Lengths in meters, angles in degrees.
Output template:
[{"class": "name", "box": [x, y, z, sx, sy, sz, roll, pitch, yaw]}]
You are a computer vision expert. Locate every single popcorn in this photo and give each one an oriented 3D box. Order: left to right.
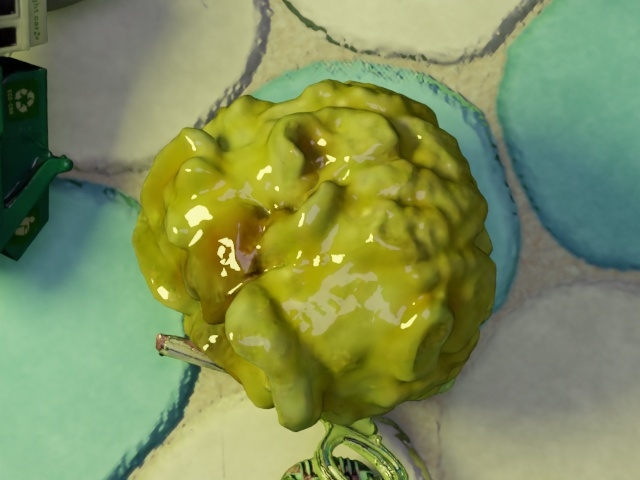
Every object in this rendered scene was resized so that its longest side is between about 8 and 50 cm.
[{"class": "popcorn", "box": [-0.008, 0.006, 1.169, 0.235, 0.181, 0.217, 37, 58, 20]}]

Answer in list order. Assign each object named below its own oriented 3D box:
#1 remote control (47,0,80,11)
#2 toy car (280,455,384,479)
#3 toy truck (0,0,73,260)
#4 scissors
[{"class": "remote control", "box": [-0.257, -0.259, 1.243, 0.332, 0.103, 0.221, 3, 94, -8]}, {"class": "toy car", "box": [0.009, 0.205, 1.214, 0.069, 0.055, 0.142, 0, 69, -17]}, {"class": "toy truck", "box": [-0.220, -0.082, 1.194, 0.116, 0.110, 0.216, -13, 112, -38]}, {"class": "scissors", "box": [-0.013, 0.087, 1.238, 0.187, 0.020, 0.133, 26, 55, 4]}]
